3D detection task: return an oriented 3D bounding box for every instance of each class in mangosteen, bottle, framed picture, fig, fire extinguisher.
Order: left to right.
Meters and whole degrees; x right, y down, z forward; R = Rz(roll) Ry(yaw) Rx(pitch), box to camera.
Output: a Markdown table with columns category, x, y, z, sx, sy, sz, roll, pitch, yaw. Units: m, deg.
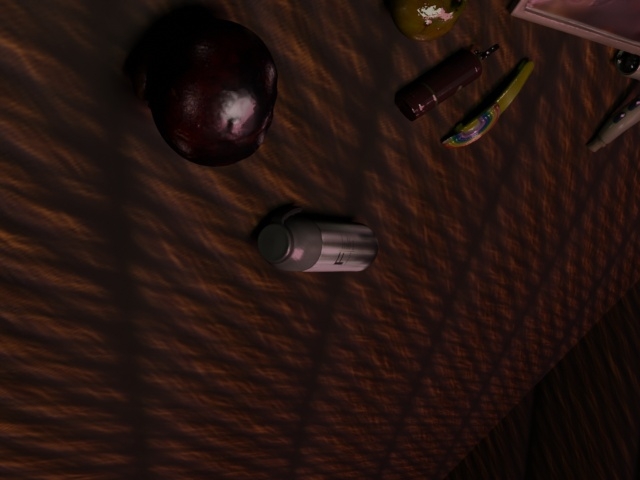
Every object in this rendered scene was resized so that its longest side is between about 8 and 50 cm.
| category | x | y | z | sx | sy | sz | roll | pitch | yaw |
| --- | --- | --- | --- | --- | --- | --- | --- | --- | --- |
| mangosteen | -0.116 | -0.148 | 1.031 | 0.152 | 0.152 | 0.152 | -33 | 156 | -17 |
| bottle | 0.000 | 0.000 | 1.539 | 0.253 | 0.079 | 0.096 | 2 | 95 | -58 |
| fig | 0.134 | -0.275 | 1.225 | 0.082 | 0.098 | 0.084 | -53 | 145 | -33 |
| fire extinguisher | 0.177 | -0.225 | 1.454 | 0.157 | 0.045 | 0.078 | -36 | -176 | -14 |
| framed picture | 0.431 | -0.375 | 1.464 | 0.289 | 0.020 | 0.211 | 8 | 132 | -32 |

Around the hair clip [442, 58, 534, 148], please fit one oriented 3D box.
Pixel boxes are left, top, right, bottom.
| category | x | y | z | sx | sy | sz | roll | pitch | yaw |
| --- | --- | --- | --- | --- | --- | --- | --- | --- | --- |
| hair clip | 0.273 | -0.209 | 1.635 | 0.188 | 0.033 | 0.060 | -46 | 157 | 13 |

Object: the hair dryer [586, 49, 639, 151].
| category | x | y | z | sx | sy | sz | roll | pitch | yaw |
| --- | --- | --- | --- | --- | --- | --- | --- | --- | --- |
| hair dryer | 0.600 | -0.285 | 1.949 | 0.298 | 0.119 | 0.296 | -35 | 153 | 20 |
